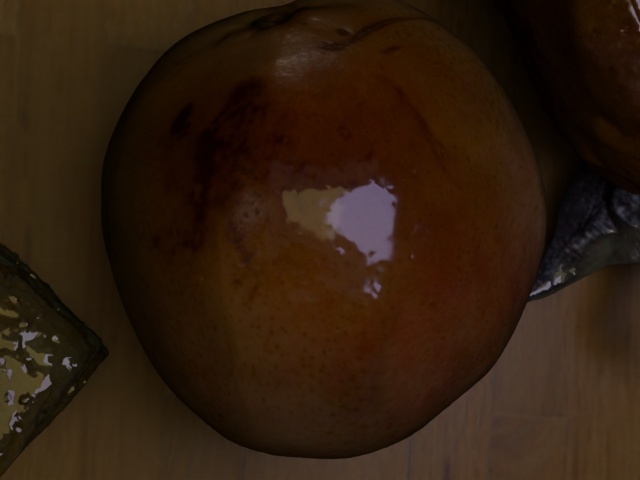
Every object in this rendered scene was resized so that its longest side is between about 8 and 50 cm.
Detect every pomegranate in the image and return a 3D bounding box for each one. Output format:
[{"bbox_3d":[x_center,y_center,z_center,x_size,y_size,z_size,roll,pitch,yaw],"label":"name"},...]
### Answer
[{"bbox_3d":[0.000,0.000,1.070,0.319,0.319,0.319,1,87,-12],"label":"pomegranate"}]

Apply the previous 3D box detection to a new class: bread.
[{"bbox_3d":[0.205,-0.185,1.102,0.172,0.312,0.312,-25,93,3],"label":"bread"},{"bbox_3d":[-0.248,0.100,1.094,0.138,0.102,0.196,44,78,-10],"label":"bread"}]

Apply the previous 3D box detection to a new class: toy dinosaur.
[{"bbox_3d":[0.278,-0.026,1.230,0.162,0.077,0.294,43,65,5],"label":"toy dinosaur"}]
